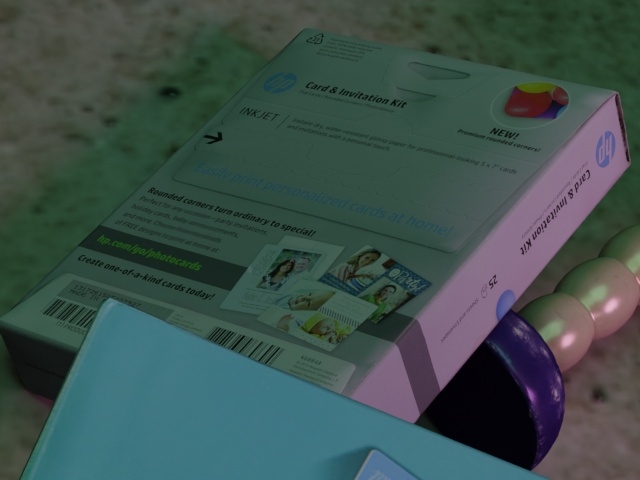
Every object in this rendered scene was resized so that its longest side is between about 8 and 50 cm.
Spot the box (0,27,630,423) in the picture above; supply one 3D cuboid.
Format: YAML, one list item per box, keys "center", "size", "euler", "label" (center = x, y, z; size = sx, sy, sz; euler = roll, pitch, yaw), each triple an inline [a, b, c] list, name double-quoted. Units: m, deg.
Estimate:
- center: [0.000, 0.000, 0.706]
  size: [0.145, 0.038, 0.186]
  euler: [15, 49, 35]
  label: "box"

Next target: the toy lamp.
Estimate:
- center: [0.150, -0.012, 0.774]
  size: [0.274, 0.080, 0.080]
  euler: [-32, 71, -28]
  label: "toy lamp"

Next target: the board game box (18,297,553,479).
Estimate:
- center: [0.068, 0.168, 0.530]
  size: [0.336, 0.254, 0.079]
  euler: [21, 56, -1]
  label: "board game box"
